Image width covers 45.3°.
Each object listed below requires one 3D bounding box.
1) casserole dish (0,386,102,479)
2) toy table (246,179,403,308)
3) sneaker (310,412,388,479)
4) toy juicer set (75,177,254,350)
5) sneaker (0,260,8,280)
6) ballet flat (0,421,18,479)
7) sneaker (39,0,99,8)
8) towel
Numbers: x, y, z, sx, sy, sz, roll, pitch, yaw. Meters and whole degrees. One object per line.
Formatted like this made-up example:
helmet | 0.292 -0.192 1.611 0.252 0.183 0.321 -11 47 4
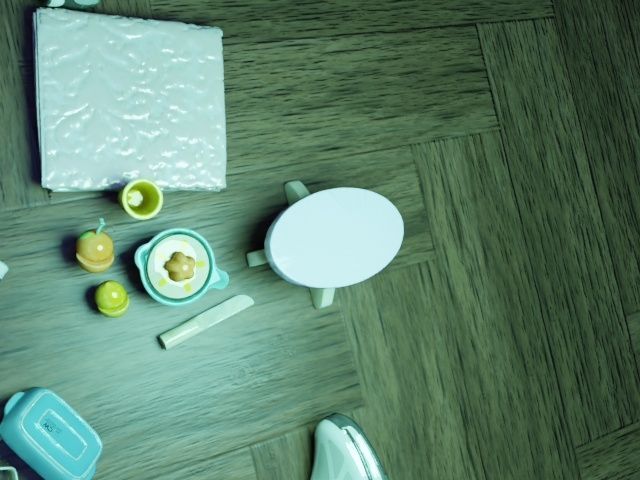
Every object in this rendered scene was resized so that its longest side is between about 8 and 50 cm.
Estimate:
casserole dish | -0.419 0.312 1.219 0.188 0.037 0.114 51 35 -18
toy table | 0.000 0.000 1.428 0.274 0.161 0.252 -1 84 -27
sneaker | -0.008 0.547 1.351 0.257 0.169 0.447 -9 90 -29
toy juicer set | -0.269 0.072 1.305 0.209 0.089 0.329 -48 115 -19
sneaker | -0.616 0.063 1.158 0.226 0.086 0.163 29 69 -22
ballet flat | -0.524 0.341 1.165 0.123 0.123 0.348 -13 89 -27
sneaker | -0.431 -0.529 1.328 0.108 0.100 0.271 3 85 -40
towel | -0.330 -0.241 1.357 0.332 0.053 0.317 -1 85 -26
